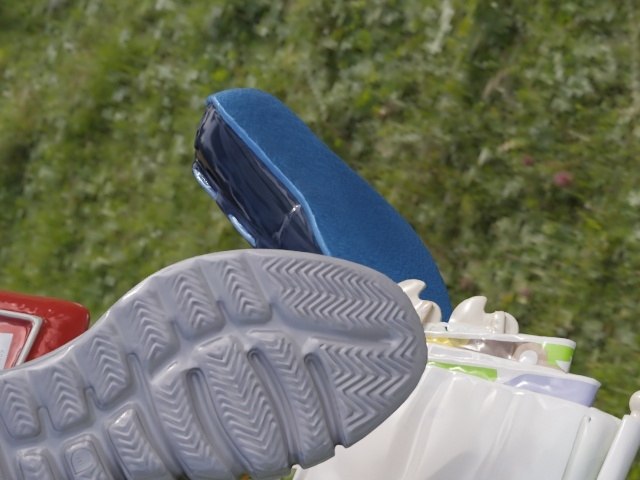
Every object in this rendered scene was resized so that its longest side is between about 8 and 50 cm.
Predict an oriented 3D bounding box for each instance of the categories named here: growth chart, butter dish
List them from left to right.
[{"bbox_3d":[-0.252,0.120,1.006,0.118,0.159,0.160,89,-166,-46],"label":"butter dish"},{"bbox_3d":[0.073,0.108,0.812,0.237,0.021,0.172,17,62,38],"label":"growth chart"}]

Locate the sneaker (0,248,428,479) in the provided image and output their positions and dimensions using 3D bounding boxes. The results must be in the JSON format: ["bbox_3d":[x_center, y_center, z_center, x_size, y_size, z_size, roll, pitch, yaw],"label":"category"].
[{"bbox_3d":[-0.102,0.104,0.802,0.180,0.321,0.125,108,144,-72],"label":"sneaker"}]

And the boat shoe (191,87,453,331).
[{"bbox_3d":[0.000,0.000,1.011,0.258,0.109,0.089,55,132,30],"label":"boat shoe"}]
